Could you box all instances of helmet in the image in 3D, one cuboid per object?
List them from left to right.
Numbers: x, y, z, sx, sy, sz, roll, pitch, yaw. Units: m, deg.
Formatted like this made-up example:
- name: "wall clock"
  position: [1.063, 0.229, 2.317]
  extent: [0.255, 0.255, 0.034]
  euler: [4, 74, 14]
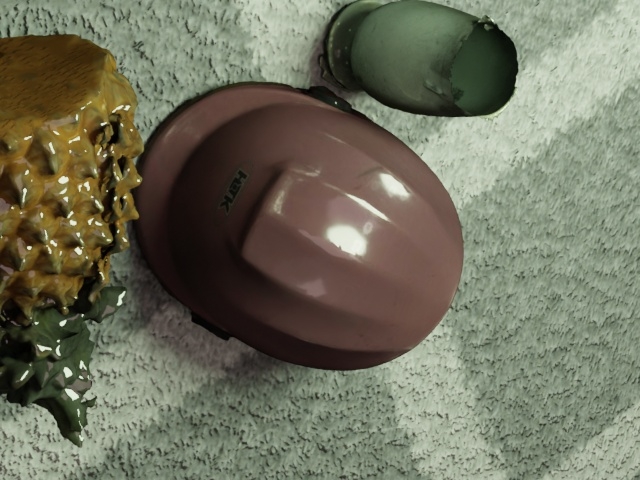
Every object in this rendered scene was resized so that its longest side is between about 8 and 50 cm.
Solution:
- name: "helmet"
  position: [0.000, 0.000, 1.493]
  extent: [0.338, 0.197, 0.271]
  euler: [31, 90, -38]

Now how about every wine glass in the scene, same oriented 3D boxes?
- name: "wine glass"
  position: [0.097, -0.180, 1.492]
  extent: [0.111, 0.204, 0.111]
  euler: [-10, 107, -34]

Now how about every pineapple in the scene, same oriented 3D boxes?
- name: "pineapple"
  position: [-0.253, 0.010, 1.328]
  extent: [0.223, 0.223, 0.357]
  euler: [-22, 125, -27]
